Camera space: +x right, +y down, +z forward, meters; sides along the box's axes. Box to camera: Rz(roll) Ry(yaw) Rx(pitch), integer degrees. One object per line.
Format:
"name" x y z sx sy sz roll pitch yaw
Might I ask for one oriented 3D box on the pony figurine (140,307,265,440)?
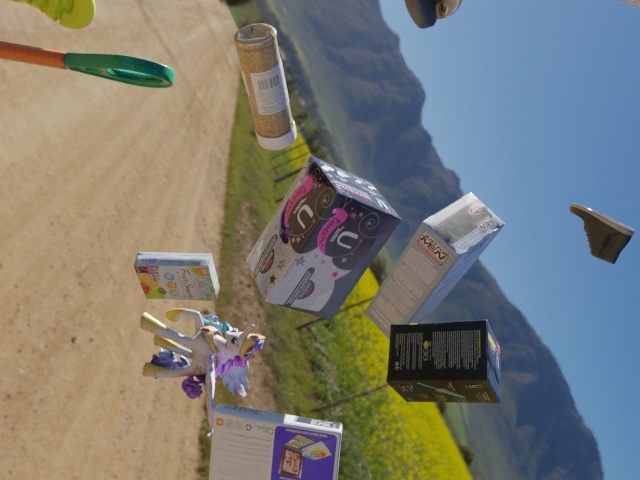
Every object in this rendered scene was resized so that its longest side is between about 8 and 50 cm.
"pony figurine" -0.348 0.368 1.889 0.303 0.363 0.351 -63 162 -62

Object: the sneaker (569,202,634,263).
"sneaker" 0.799 -0.025 1.844 0.083 0.118 0.222 12 20 -29

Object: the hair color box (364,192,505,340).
"hair color box" 0.260 0.073 1.495 0.113 0.185 0.374 47 -39 18

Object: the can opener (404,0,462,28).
"can opener" 0.165 -0.512 1.078 0.074 0.093 0.280 -14 -83 58

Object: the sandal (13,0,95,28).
"sandal" -0.634 -0.571 1.368 0.317 0.126 0.138 30 21 -15

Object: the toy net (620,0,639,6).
"toy net" 0.528 -0.375 0.882 0.122 0.232 0.045 56 50 -42

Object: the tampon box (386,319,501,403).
"tampon box" 0.204 0.200 1.024 0.120 0.161 0.101 52 39 -52

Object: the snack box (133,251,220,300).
"snack box" -0.268 0.068 1.178 0.100 0.141 0.037 87 6 -47

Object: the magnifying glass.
"magnifying glass" -0.311 -0.235 0.832 0.092 0.231 0.026 -170 -94 -84

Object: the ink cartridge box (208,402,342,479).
"ink cartridge box" -0.076 0.376 0.988 0.045 0.206 0.208 -21 117 -79

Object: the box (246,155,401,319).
"box" 0.000 0.000 1.158 0.163 0.247 0.142 20 23 -35

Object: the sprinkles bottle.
"sprinkles bottle" -0.153 -0.431 1.791 0.355 0.121 0.121 80 -8 -46
